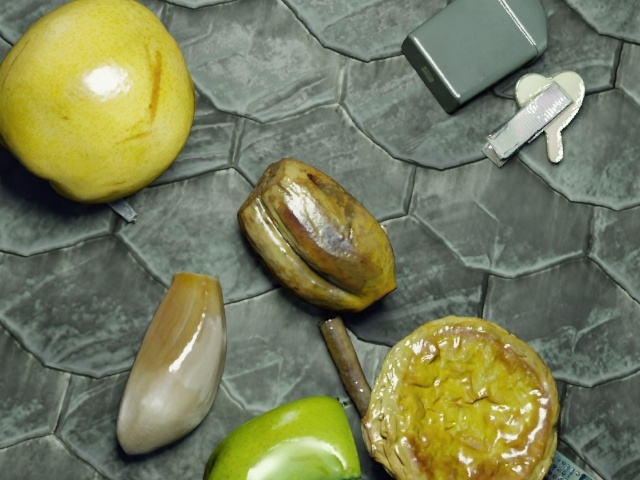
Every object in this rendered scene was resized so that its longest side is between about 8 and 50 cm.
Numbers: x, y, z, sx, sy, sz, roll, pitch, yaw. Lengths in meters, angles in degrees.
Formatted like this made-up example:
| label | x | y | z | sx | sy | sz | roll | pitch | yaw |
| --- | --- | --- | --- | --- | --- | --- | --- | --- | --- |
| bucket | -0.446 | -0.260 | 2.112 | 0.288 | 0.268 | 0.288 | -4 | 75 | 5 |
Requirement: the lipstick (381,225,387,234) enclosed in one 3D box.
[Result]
| label | x | y | z | sx | sy | sz | roll | pitch | yaw |
| --- | --- | --- | --- | --- | --- | --- | --- | --- | --- |
| lipstick | 0.110 | 0.021 | 1.498 | 0.019 | 0.019 | 0.094 | -2 | 83 | -9 |

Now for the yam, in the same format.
| label | x | y | z | sx | sy | sz | roll | pitch | yaw |
| --- | --- | --- | --- | --- | --- | --- | --- | --- | --- |
| yam | 0.079 | 0.279 | 1.446 | 0.045 | 0.045 | 0.326 | -22 | 87 | -52 |

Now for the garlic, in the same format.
| label | x | y | z | sx | sy | sz | roll | pitch | yaw |
| --- | --- | --- | --- | --- | --- | --- | --- | --- | --- |
| garlic | -0.228 | 0.199 | 1.393 | 0.143 | 0.112 | 0.318 | 18 | 69 | -3 |

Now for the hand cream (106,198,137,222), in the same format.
| label | x | y | z | sx | sy | sz | roll | pitch | yaw |
| --- | --- | --- | --- | --- | --- | --- | --- | --- | --- |
| hand cream | -0.342 | -0.065 | 1.445 | 0.093 | 0.019 | 0.030 | 43 | 77 | 1 |

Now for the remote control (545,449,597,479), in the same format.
| label | x | y | z | sx | sy | sz | roll | pitch | yaw |
| --- | --- | --- | --- | --- | --- | --- | --- | --- | --- |
| remote control | 0.424 | 0.406 | 1.493 | 0.124 | 0.018 | 0.053 | 38 | 80 | -2 |

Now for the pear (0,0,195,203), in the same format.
| label | x | y | z | sx | sy | sz | roll | pitch | yaw |
| --- | --- | --- | --- | --- | --- | --- | --- | --- | --- |
| pear | -0.345 | -0.213 | 1.333 | 0.315 | 0.314 | 0.314 | 1 | 82 | -8 |

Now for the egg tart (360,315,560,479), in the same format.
| label | x | y | z | sx | sy | sz | roll | pitch | yaw |
| --- | --- | --- | --- | --- | --- | --- | --- | --- | --- |
| egg tart | 0.230 | 0.286 | 1.419 | 0.342 | 0.129 | 0.340 | 2 | 78 | -11 |

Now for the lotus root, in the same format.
| label | x | y | z | sx | sy | sz | roll | pitch | yaw |
| --- | --- | --- | --- | --- | --- | --- | --- | --- | --- |
| lotus root | -0.005 | 0.006 | 1.407 | 0.291 | 0.193 | 0.193 | 42 | 79 | -5 |

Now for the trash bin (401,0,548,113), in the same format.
| label | x | y | z | sx | sy | sz | roll | pitch | yaw |
| --- | --- | --- | --- | --- | --- | --- | --- | --- | --- |
| trash bin | 0.285 | -0.357 | 1.536 | 0.236 | 0.101 | 0.176 | -36 | 90 | -9 |

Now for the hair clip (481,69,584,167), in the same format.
| label | x | y | z | sx | sy | sz | roll | pitch | yaw |
| --- | --- | --- | --- | --- | --- | --- | --- | --- | --- |
| hair clip | 0.392 | -0.215 | 1.546 | 0.218 | 0.071 | 0.159 | -42 | 93 | -6 |

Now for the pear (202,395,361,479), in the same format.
| label | x | y | z | sx | sy | sz | roll | pitch | yaw |
| --- | --- | --- | --- | --- | --- | --- | --- | --- | --- |
| pear | -0.075 | 0.399 | 1.342 | 0.282 | 0.176 | 0.286 | -6 | 82 | -9 |
